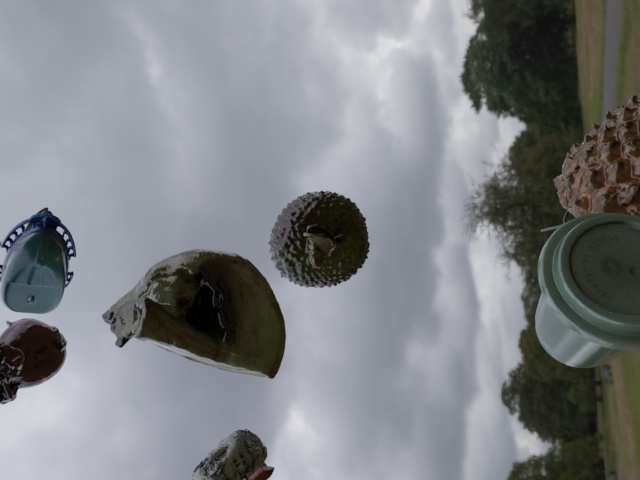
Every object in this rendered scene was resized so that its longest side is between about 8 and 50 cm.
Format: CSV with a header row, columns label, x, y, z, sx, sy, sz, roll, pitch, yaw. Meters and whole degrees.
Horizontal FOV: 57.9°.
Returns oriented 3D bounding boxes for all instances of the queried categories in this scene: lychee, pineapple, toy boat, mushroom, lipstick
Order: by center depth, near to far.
label,x,y,z,sx,sy,sz,roll,pitch,yaw
toy boat,-0.342,0.006,0.703,0.091,0.175,0.110,9,-127,-27
lipstick,-0.110,0.328,0.728,0.129,0.030,0.030,-40,-67,-10
pineapple,0.516,-0.164,0.827,0.357,0.223,0.223,-61,-10,27
mushroom,-0.223,0.115,0.988,0.292,0.218,0.211,16,-97,-42
lychee,-0.002,-0.002,1.504,0.270,0.320,0.269,-10,-70,-30

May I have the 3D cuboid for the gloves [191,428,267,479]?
label,x,y,z,sx,sy,sz,roll,pitch,yaw
gloves,-0.154,0.417,1.065,0.153,0.114,0.070,-28,-29,-56

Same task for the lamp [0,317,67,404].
label,x,y,z,sx,sy,sz,roll,pitch,yaw
lamp,-0.650,0.260,1.283,0.151,0.215,0.223,20,-138,-17

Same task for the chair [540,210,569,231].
label,x,y,z,sx,sy,sz,roll,pitch,yaw
chair,0.567,-0.038,1.198,0.095,0.104,0.221,48,171,4

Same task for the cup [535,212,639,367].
label,x,y,z,sx,sy,sz,roll,pitch,yaw
cup,0.243,0.052,0.501,0.141,0.120,0.119,72,-157,-60
